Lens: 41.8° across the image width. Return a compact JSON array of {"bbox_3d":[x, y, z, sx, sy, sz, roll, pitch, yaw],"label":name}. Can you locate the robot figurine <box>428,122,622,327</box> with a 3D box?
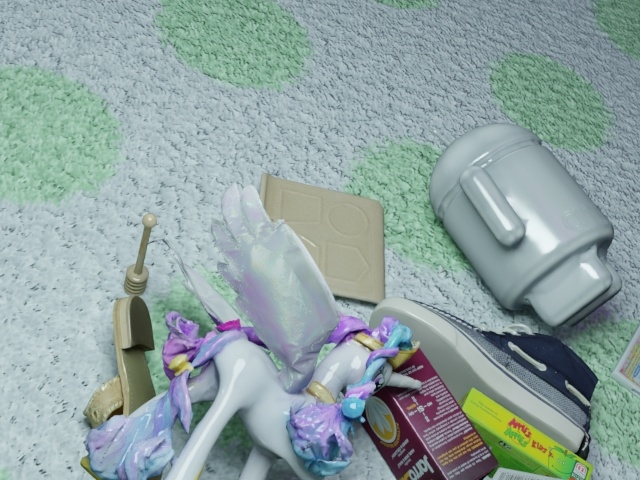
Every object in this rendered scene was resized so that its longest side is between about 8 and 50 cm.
[{"bbox_3d":[0.301,-0.036,1.281,0.353,0.199,0.300,56,17,23],"label":"robot figurine"}]

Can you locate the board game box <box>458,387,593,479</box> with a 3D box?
[{"bbox_3d":[0.249,0.276,1.093,0.181,0.092,0.043,33,50,5],"label":"board game box"}]

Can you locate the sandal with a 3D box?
[{"bbox_3d":[-0.242,0.188,0.994,0.079,0.088,0.240,-12,70,14],"label":"sandal"}]

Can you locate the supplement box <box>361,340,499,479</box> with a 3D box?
[{"bbox_3d":[0.125,0.240,1.066,0.080,0.104,0.188,-19,63,-31],"label":"supplement box"}]

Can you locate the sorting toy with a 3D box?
[{"bbox_3d":[0.000,0.000,1.250,0.208,0.038,0.193,15,50,-15],"label":"sorting toy"}]

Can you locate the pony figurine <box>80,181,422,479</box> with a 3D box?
[{"bbox_3d":[-0.078,0.151,0.923,0.351,0.302,0.363,47,66,-13],"label":"pony figurine"}]

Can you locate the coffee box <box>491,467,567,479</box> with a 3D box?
[{"bbox_3d":[0.201,0.378,0.908,0.098,0.141,0.246,4,21,30],"label":"coffee box"}]

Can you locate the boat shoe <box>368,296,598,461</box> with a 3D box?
[{"bbox_3d":[0.231,0.165,1.166,0.340,0.127,0.158,39,44,0],"label":"boat shoe"}]

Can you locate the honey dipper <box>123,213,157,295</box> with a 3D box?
[{"bbox_3d":[-0.225,0.017,1.065,0.030,0.161,0.031,11,51,-14],"label":"honey dipper"}]

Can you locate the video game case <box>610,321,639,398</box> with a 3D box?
[{"bbox_3d":[0.541,0.204,1.308,0.143,0.019,0.157,38,51,10],"label":"video game case"}]
